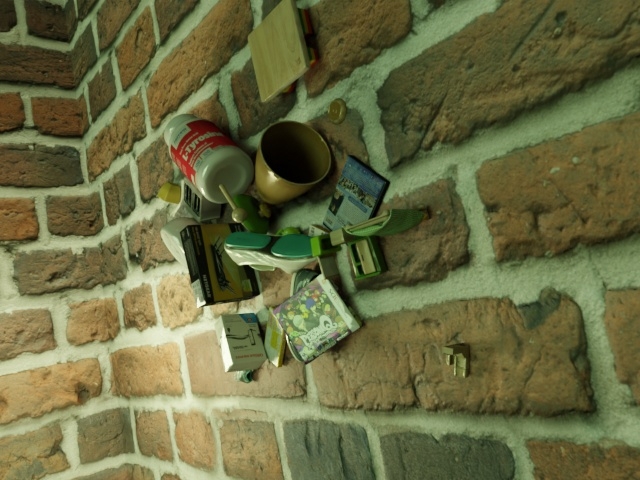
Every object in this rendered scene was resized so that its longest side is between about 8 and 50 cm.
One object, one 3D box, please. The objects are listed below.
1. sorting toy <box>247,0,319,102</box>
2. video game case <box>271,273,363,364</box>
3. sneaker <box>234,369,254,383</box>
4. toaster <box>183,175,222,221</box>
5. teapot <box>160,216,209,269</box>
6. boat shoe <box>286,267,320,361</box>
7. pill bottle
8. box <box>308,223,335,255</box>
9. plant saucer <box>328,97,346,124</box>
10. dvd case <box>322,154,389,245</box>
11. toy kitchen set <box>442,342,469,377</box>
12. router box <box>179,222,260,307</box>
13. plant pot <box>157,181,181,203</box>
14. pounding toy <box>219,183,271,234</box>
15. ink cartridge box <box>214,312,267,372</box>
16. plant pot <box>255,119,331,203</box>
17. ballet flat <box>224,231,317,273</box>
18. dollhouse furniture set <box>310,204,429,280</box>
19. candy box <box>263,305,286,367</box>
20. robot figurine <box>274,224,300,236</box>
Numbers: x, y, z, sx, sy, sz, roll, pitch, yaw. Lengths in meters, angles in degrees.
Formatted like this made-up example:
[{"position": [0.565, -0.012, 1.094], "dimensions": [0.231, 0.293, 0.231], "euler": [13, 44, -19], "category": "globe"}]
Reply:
[{"position": [-0.121, -0.637, 1.813], "dimensions": [0.255, 0.089, 0.257], "euler": [-23, 77, 47], "category": "sorting toy"}, {"position": [-0.013, 0.249, 1.712], "dimensions": [0.232, 0.042, 0.210], "euler": [-37, 77, 18], "category": "video game case"}, {"position": [-0.295, 0.498, 2.145], "dimensions": [0.076, 0.065, 0.166], "euler": [15, 109, 30], "category": "sneaker"}, {"position": [-0.490, -0.180, 2.237], "dimensions": [0.168, 0.110, 0.185], "euler": [44, 136, 35], "category": "toaster"}, {"position": [-0.545, -0.008, 2.287], "dimensions": [0.256, 0.187, 0.252], "euler": [41, 153, 18], "category": "teapot"}, {"position": [-0.042, 0.252, 1.786], "dimensions": [0.099, 0.116, 0.319], "euler": [-1, 88, 52], "category": "boat shoe"}, {"position": [-0.454, -0.339, 2.111], "dimensions": [0.408, 0.229, 0.229], "euler": [43, 124, 37], "category": "pill bottle"}, {"position": [0.000, 0.000, 1.781], "dimensions": [0.136, 0.028, 0.081], "euler": [26, 112, 42], "category": "box"}, {"position": [0.049, -0.410, 1.697], "dimensions": [0.083, 0.015, 0.083], "euler": [6, 98, 48], "category": "plant saucer"}, {"position": [0.104, -0.112, 1.657], "dimensions": [0.180, 0.022, 0.253], "euler": [42, 123, 37], "category": "dvd case"}, {"position": [0.337, 0.312, 1.390], "dimensions": [0.068, 0.075, 0.083], "euler": [2, 90, 49], "category": "toy kitchen set"}, {"position": [-0.387, 0.090, 2.064], "dimensions": [0.081, 0.243, 0.308], "euler": [-30, 72, 46], "category": "router box"}, {"position": [-0.706, -0.229, 2.522], "dimensions": [0.081, 0.081, 0.083], "euler": [33, 105, 42], "category": "plant pot"}, {"position": [-0.234, -0.120, 1.924], "dimensions": [0.110, 0.237, 0.183], "euler": [-32, 61, 14], "category": "pounding toy"}, {"position": [-0.306, 0.388, 2.047], "dimensions": [0.086, 0.148, 0.203], "euler": [-51, 50, 42], "category": "ink cartridge box"}, {"position": [-0.119, -0.227, 1.775], "dimensions": [0.254, 0.237, 0.237], "euler": [-49, 57, 58], "category": "plant pot"}, {"position": [-0.146, 0.048, 1.810], "dimensions": [0.400, 0.139, 0.139], "euler": [5, 98, 31], "category": "ballet flat"}, {"position": [0.150, 0.019, 1.476], "dimensions": [0.302, 0.198, 0.151], "euler": [-20, 83, 43], "category": "dollhouse furniture set"}, {"position": [-0.167, 0.360, 1.999], "dimensions": [0.105, 0.027, 0.205], "euler": [28, 114, 48], "category": "candy box"}, {"position": [-0.110, 0.001, 1.874], "dimensions": [0.101, 0.067, 0.115], "euler": [37, 122, 10], "category": "robot figurine"}]
